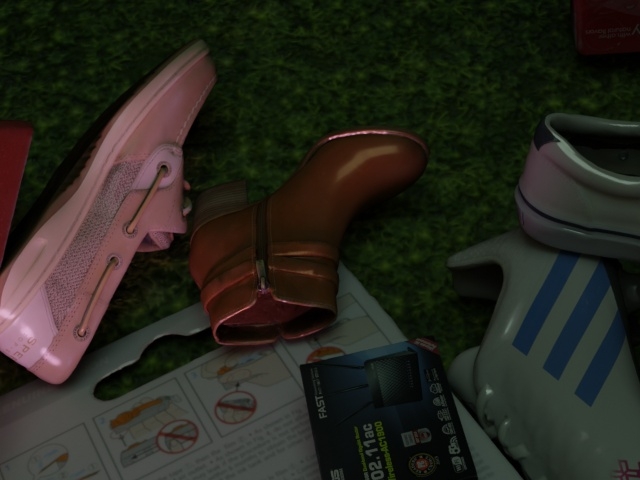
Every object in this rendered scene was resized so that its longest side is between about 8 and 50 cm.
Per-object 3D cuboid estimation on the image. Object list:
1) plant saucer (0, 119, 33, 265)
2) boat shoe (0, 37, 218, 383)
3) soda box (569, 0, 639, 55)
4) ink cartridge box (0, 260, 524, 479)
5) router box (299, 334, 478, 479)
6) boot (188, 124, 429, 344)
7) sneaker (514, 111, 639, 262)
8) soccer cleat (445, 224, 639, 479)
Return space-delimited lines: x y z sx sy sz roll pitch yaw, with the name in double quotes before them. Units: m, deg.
"plant saucer" -0.341 0.031 0.895 0.258 0.048 0.259 -13 52 23
"boat shoe" -0.152 -0.029 0.964 0.098 0.109 0.302 40 57 -16
"soda box" 0.337 -0.217 1.031 0.263 0.092 0.083 -4 41 10
"ink cartridge box" -0.038 0.193 0.830 0.308 0.091 0.385 -25 41 -13
"router box" 0.042 0.121 0.791 0.092 0.038 0.122 -14 42 0
"boot" 0.000 0.000 0.925 0.197 0.073 0.152 -21 38 6
"sneaker" 0.258 -0.030 0.825 0.258 0.091 0.094 6 43 7
"soccer cleat" 0.164 0.128 0.835 0.143 0.116 0.331 -12 50 5
